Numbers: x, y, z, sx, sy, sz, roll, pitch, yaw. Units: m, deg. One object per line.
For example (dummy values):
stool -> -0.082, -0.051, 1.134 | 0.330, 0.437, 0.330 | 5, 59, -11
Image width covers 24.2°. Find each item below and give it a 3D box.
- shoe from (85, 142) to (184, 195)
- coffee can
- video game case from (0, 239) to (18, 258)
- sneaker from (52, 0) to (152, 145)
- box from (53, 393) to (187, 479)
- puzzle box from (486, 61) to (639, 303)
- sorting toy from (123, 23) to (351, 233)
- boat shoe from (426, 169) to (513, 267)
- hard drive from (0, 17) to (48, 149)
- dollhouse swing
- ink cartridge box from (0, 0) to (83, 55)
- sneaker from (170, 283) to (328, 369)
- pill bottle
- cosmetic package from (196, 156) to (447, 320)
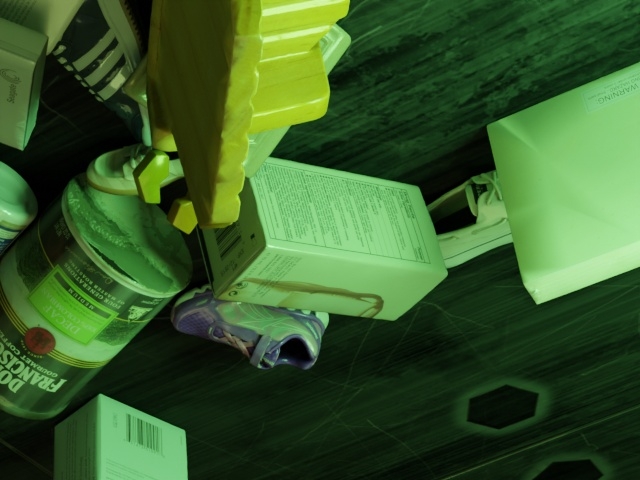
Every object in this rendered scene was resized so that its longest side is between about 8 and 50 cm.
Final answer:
shoe -> -0.189, -0.110, 1.883 | 0.219, 0.076, 0.058 | -10, 138, -8
coffee can -> -0.329, 0.073, 1.948 | 0.202, 0.201, 0.275 | 28, 120, -34
video game case -> -0.420, 0.104, 2.136 | 0.196, 0.026, 0.274 | 15, 136, -24
sneaker -> -0.277, -0.215, 1.724 | 0.153, 0.099, 0.282 | -13, 134, 1
box -> -0.312, 0.366, 2.334 | 0.181, 0.181, 0.119 | 29, 127, -35
puzzle box -> 0.418, -0.106, 1.815 | 0.409, 0.272, 0.052 | -21, 137, 17
sorting toy -> -0.124, -0.170, 1.746 | 0.229, 0.041, 0.307 | 34, 93, -40
boat shoe -> 0.227, -0.051, 1.997 | 0.268, 0.096, 0.088 | -25, 141, 32
hard drive -> -0.474, -0.218, 1.607 | 0.353, 0.047, 0.233 | 20, 157, -7
dollhouse swing -> -0.026, -0.222, 1.502 | 0.315, 0.305, 0.346 | -15, 136, -28
ink cartridge box -> -0.316, -0.371, 1.511 | 0.261, 0.066, 0.296 | 29, 115, -22
sneaker -> -0.098, 0.133, 2.153 | 0.237, 0.104, 0.095 | 10, 138, -17
pill bottle -> -0.458, -0.008, 1.905 | 0.112, 0.112, 0.187 | 31, 114, -36
cosmetic package -> 0.000, 0.000, 1.931 | 0.296, 0.153, 0.129 | 10, 140, -36
